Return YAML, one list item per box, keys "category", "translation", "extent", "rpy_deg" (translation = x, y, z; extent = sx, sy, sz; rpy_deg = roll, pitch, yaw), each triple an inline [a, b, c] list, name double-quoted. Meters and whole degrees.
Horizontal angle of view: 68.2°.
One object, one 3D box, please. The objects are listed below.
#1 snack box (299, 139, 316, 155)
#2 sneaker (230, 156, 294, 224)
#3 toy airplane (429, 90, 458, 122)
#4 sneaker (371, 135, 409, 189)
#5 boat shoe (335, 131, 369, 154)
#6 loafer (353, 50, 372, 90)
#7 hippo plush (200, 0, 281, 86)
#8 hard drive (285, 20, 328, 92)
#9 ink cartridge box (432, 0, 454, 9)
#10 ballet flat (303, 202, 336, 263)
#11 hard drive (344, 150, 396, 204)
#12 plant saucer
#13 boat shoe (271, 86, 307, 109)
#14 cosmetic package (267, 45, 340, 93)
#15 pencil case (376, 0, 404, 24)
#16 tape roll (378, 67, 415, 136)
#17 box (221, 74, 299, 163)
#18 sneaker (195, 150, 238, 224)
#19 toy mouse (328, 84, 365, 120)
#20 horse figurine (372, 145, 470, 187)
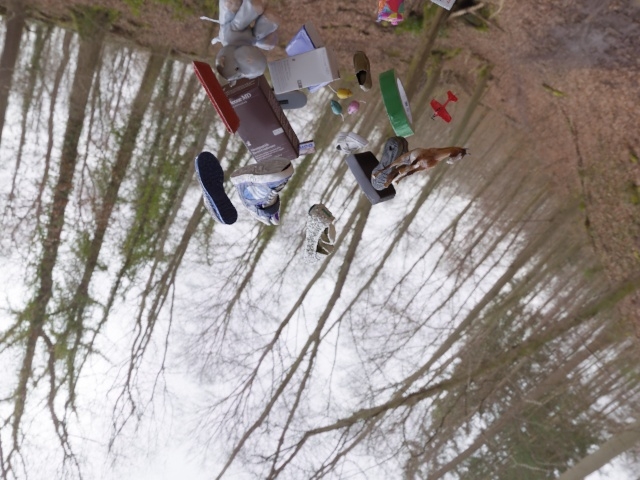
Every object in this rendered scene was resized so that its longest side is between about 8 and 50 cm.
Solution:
- category: "snack box"
  translation: [-0.114, -0.419, 2.198]
  extent: [0.178, 0.064, 0.022]
  rpy_deg: [-14, -130, 1]
- category: "sneaker"
  translation: [-0.173, -0.166, 1.729]
  extent: [0.130, 0.322, 0.236]
  rpy_deg: [-49, -57, -34]
- category: "toy airplane"
  translation: [0.531, -0.576, 2.025]
  extent: [0.028, 0.151, 0.151]
  rpy_deg: [18, -148, -50]
- category: "sneaker"
  translation: [0.276, -0.301, 1.823]
  extent: [0.087, 0.228, 0.130]
  rpy_deg: [34, -143, 24]
- category: "boat shoe"
  translation: [0.130, -0.434, 2.127]
  extent: [0.096, 0.088, 0.267]
  rpy_deg: [24, -176, -26]
- category: "loafer"
  translation: [0.152, -0.618, 1.711]
  extent: [0.050, 0.056, 0.148]
  rpy_deg: [-14, -93, -64]
- category: "hippo plush"
  translation: [-0.287, -0.675, 1.597]
  extent: [0.294, 0.234, 0.237]
  rpy_deg: [2, -112, 9]
- category: "hard drive"
  translation: [-0.036, -0.691, 1.816]
  extent: [0.210, 0.040, 0.318]
  rpy_deg: [57, 172, -15]
- category: "ink cartridge box"
  translation: [0.411, -0.947, 1.688]
  extent: [0.208, 0.153, 0.087]
  rpy_deg: [23, -145, -7]
- category: "ballet flat"
  translation: [0.000, 0.000, 2.117]
  extent: [0.146, 0.409, 0.147]
  rpy_deg: [1, -124, -2]
- category: "hard drive"
  translation: [0.232, -0.290, 2.132]
  extent: [0.172, 0.054, 0.255]
  rpy_deg: [-20, -105, -42]
- category: "plant saucer"
  translation: [-0.354, -0.494, 1.629]
  extent: [0.258, 0.047, 0.259]
  rpy_deg: [62, 175, -20]
- category: "boat shoe"
  translation: [-0.221, -0.686, 2.271]
  extent: [0.306, 0.113, 0.105]
  rpy_deg: [-10, -146, -8]
- category: "cosmetic package"
  translation: [-0.057, -0.598, 1.661]
  extent: [0.085, 0.231, 0.117]
  rpy_deg: [-44, -56, -56]
- category: "pencil case"
  translation: [0.251, -0.884, 1.645]
  extent: [0.104, 0.236, 0.104]
  rpy_deg: [1, -157, -1]
- category: "tape roll"
  translation: [0.369, -0.654, 2.259]
  extent: [0.321, 0.077, 0.321]
  rpy_deg: [-15, -90, -69]
- category: "box"
  translation: [-0.247, -0.494, 1.989]
  extent: [0.143, 0.191, 0.381]
  rpy_deg: [-91, -23, -45]
- category: "sneaker"
  translation: [-0.325, -0.152, 1.411]
  extent: [0.081, 0.232, 0.090]
  rpy_deg: [-30, -157, -33]
- category: "toy mouse"
  translation: [0.098, -0.541, 1.912]
  extent: [0.161, 0.143, 0.031]
  rpy_deg: [12, -137, 2]
- category: "horse figurine"
  translation: [0.243, -0.196, 1.232]
  extent: [0.066, 0.174, 0.263]
  rpy_deg: [61, 168, -9]
